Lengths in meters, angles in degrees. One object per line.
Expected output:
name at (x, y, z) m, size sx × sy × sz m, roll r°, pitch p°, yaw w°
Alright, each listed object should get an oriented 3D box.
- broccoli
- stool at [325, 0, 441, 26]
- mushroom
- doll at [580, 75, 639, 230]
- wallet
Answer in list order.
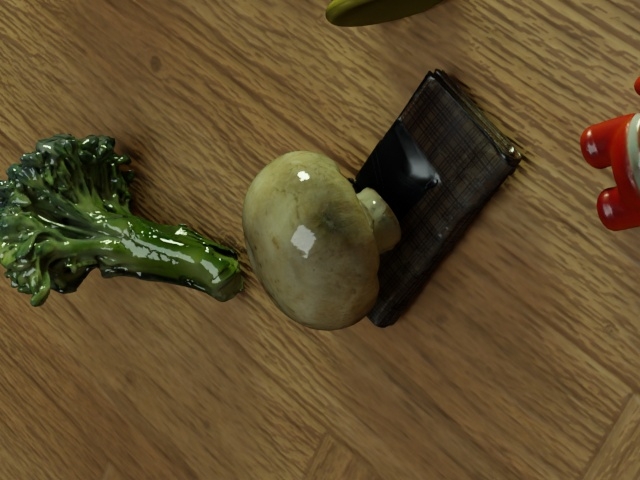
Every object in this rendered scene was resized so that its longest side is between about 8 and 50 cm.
broccoli at (-0.230, -0.003, 1.446) m, size 0.275 × 0.199 × 0.177 m, roll 32°, pitch 123°, yaw 32°
stool at (0.048, -0.256, 1.226) m, size 0.135 × 0.134 × 0.110 m, roll -11°, pitch 85°, yaw -4°
mushroom at (0.000, 0.000, 1.256) m, size 0.166 × 0.127 × 0.166 m, roll 164°, pitch 90°, yaw -71°
doll at (0.309, -0.075, 1.063) m, size 0.245 × 0.076 × 0.142 m, roll -19°, pitch 87°, yaw 44°
wallet at (0.083, -0.035, 1.280) m, size 0.124 × 0.042 × 0.230 m, roll 50°, pitch 129°, yaw 21°
